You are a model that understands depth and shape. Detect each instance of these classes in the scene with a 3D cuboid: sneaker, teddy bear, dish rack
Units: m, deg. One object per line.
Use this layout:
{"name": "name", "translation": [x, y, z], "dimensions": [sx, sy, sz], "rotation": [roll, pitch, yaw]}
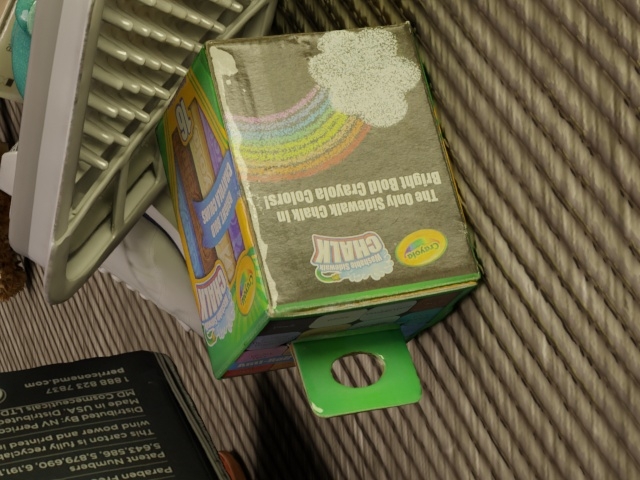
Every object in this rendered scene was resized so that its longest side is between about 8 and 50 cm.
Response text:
{"name": "sneaker", "translation": [-0.122, -0.002, 1.392], "dimensions": [0.235, 0.095, 0.090], "rotation": [53, -151, -30]}
{"name": "teddy bear", "translation": [-0.387, -0.049, 2.235], "dimensions": [0.338, 0.113, 0.245], "rotation": [105, 157, -62]}
{"name": "dish rack", "translation": [-0.101, -0.148, 1.180], "dimensions": [0.072, 0.285, 0.333], "rotation": [30, 141, 9]}

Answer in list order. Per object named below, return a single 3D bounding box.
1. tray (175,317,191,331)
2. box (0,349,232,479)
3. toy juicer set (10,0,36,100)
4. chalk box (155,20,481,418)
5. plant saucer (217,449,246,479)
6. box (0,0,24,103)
{"name": "tray", "translation": [-0.145, -0.069, 1.650], "dimensions": [0.145, 0.030, 0.270], "rotation": [113, 143, -57]}
{"name": "box", "translation": [-0.175, 0.413, 1.366], "dimensions": [0.472, 0.297, 0.480], "rotation": [-127, 33, -53]}
{"name": "toy juicer set", "translation": [-0.143, -0.161, 1.398], "dimensions": [0.089, 0.209, 0.329], "rotation": [26, 149, 24]}
{"name": "chalk box", "translation": [0.000, 0.000, 1.140], "dimensions": [0.132, 0.132, 0.213], "rotation": [133, 127, -65]}
{"name": "plant saucer", "translation": [-0.071, 0.211, 1.592], "dimensions": [0.083, 0.013, 0.083], "rotation": [171, 90, -71]}
{"name": "box", "translation": [-0.239, -0.231, 1.628], "dimensions": [0.121, 0.148, 0.311], "rotation": [-63, 36, 23]}
